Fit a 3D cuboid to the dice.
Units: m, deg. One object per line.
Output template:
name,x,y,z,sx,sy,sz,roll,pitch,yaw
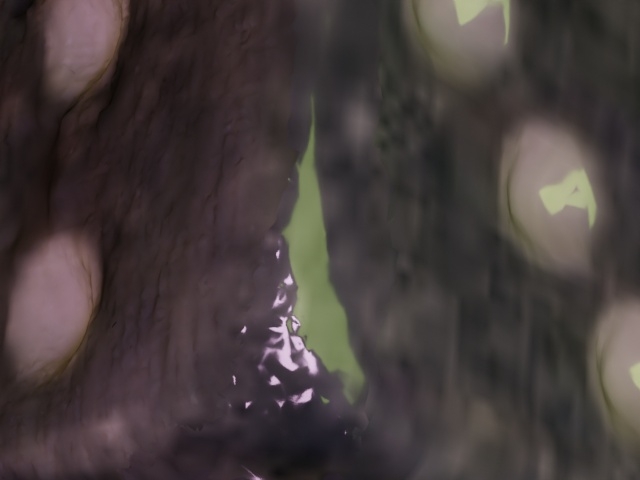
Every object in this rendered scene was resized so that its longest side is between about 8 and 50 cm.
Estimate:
dice,0.000,0.000,0.544,0.182,0.181,0.183,19,69,-37
